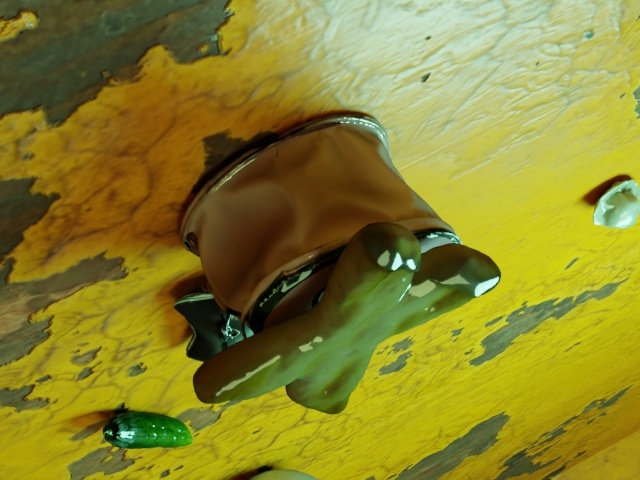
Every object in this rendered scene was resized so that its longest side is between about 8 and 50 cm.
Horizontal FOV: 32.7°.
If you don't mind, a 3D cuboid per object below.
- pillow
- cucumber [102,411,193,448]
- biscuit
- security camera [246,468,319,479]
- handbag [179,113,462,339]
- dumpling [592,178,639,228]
[{"bbox_3d":[-0.082,0.076,1.005,0.091,0.055,0.136,-31,158,-14],"label":"pillow"},{"bbox_3d":[-0.185,0.199,1.140,0.039,0.039,0.168,-37,156,14],"label":"cucumber"},{"bbox_3d":[0.021,0.064,0.831,0.208,0.047,0.164,-41,144,27],"label":"biscuit"},{"bbox_3d":[-0.074,0.422,1.498,0.236,0.195,0.194,-43,152,21],"label":"security camera"},{"bbox_3d":[0.001,0.001,0.884,0.205,0.116,0.179,-22,154,-16],"label":"handbag"},{"bbox_3d":[0.346,-0.044,1.274,0.076,0.057,0.052,1,-174,-11],"label":"dumpling"}]
